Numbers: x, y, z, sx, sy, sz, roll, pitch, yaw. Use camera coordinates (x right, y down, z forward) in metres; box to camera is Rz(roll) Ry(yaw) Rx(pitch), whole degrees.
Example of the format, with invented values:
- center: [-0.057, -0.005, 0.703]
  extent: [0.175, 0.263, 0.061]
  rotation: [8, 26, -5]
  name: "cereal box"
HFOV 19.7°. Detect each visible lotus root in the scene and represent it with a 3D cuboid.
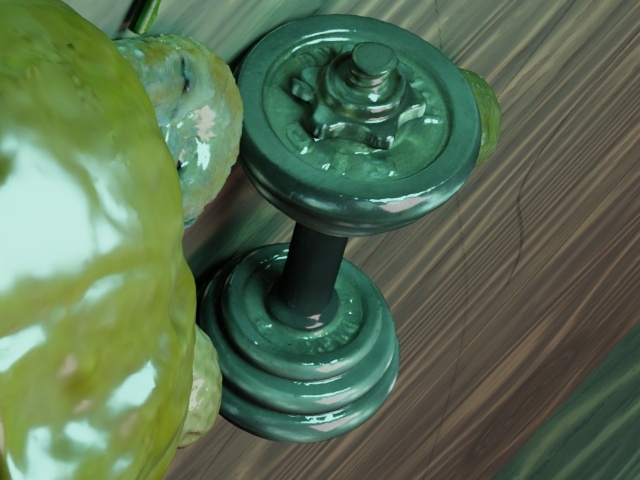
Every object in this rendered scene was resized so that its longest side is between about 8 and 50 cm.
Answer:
- center: [0.095, -0.097, 1.504]
  extent: [0.077, 0.090, 0.183]
  rotation: [-11, 176, 27]
  name: "lotus root"

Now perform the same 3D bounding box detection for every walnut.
- center: [-0.224, 0.051, 0.772]
  extent: [0.398, 0.308, 0.354]
  rotation: [-30, 152, -45]
  name: "walnut"

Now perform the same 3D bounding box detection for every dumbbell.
- center: [0.000, 0.000, 1.355]
  extent: [0.179, 0.179, 0.406]
  rotation: [-35, 157, -32]
  name: "dumbbell"

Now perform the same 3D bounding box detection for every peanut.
- center: [-0.141, 0.085, 1.293]
  extent: [0.228, 0.085, 0.104]
  rotation: [28, 94, -50]
  name: "peanut"

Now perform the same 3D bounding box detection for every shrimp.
- center: [-0.119, -0.061, 1.117]
  extent: [0.223, 0.047, 0.126]
  rotation: [-10, 102, -53]
  name: "shrimp"

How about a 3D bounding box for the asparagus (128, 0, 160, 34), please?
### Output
- center: [-0.074, -0.187, 1.076]
  extent: [0.016, 0.016, 0.163]
  rotation: [1, 132, -44]
  name: "asparagus"
